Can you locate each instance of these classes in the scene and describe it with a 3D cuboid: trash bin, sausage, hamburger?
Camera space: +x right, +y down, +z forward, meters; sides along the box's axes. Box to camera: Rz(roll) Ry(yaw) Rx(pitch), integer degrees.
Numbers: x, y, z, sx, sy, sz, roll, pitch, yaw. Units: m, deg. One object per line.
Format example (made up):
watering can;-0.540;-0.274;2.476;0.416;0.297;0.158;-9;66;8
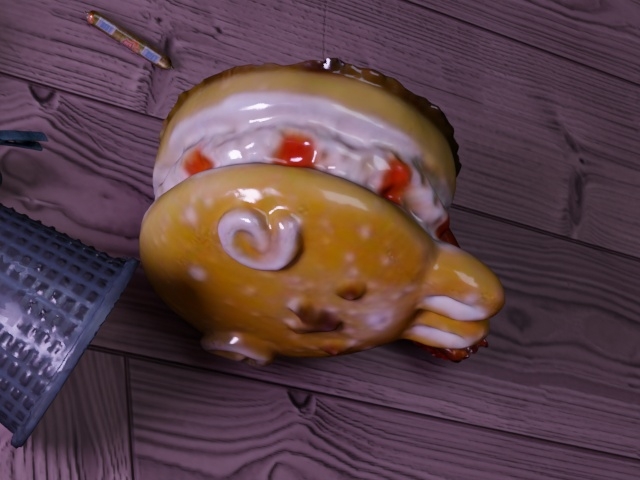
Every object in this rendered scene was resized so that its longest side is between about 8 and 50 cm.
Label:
trash bin;-0.249;0.046;1.495;0.161;0.175;0.175;33;44;-3
sausage;-0.177;-0.185;1.806;0.100;0.015;0.015;31;46;-22
hamburger;0.000;0.000;1.647;0.302;0.261;0.186;14;54;-16

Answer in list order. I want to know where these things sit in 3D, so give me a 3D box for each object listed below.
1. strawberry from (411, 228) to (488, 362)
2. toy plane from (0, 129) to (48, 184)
strawberry;0.078;0.037;1.847;0.121;0.082;0.188;-36;99;-28
toy plane;-0.304;-0.057;1.524;0.060;0.096;0.235;58;23;12
